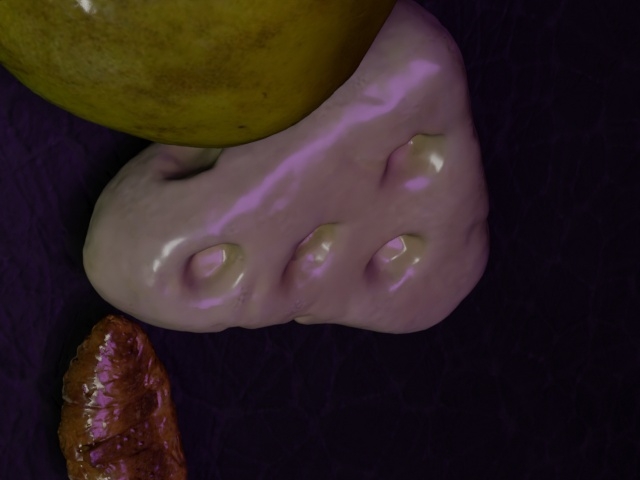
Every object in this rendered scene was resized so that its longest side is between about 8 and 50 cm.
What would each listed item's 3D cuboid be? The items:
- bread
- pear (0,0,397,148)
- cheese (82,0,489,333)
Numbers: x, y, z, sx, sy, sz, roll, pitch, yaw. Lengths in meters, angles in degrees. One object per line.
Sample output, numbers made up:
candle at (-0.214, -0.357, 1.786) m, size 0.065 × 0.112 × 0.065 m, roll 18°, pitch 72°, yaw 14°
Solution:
bread at (-0.171, 0.170, 1.038) m, size 0.105 × 0.076 × 0.233 m, roll -27°, pitch 113°, yaw -40°
pear at (-0.110, -0.210, 0.842) m, size 0.375 × 0.287 × 0.287 m, roll 6°, pitch 101°, yaw -32°
cheese at (0.000, 0.000, 1.074) m, size 0.351 × 0.129 × 0.328 m, roll -37°, pitch 137°, yaw -4°
